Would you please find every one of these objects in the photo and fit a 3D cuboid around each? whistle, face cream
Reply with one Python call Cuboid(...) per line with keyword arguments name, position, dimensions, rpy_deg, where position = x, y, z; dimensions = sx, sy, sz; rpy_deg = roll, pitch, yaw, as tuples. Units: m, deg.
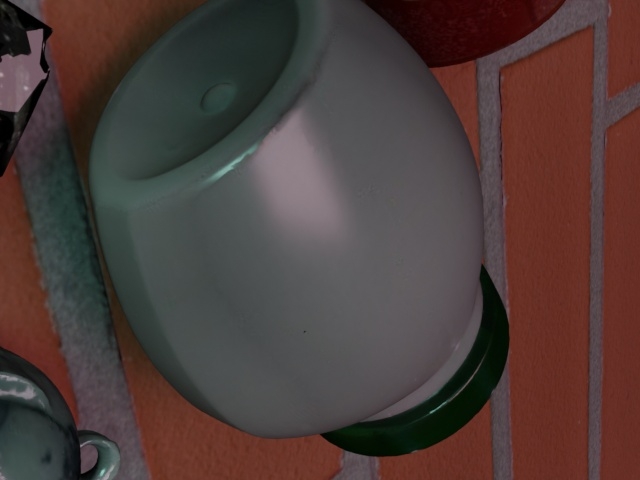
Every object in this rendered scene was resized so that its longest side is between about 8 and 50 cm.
Cuboid(name="whistle", position=(-0.245, 0.127, 0.517), dimensions=(0.289, 0.163, 0.164), rpy_deg=(10, 93, -39))
Cuboid(name="face cream", position=(0.000, 0.000, 0.705), dimensions=(0.313, 0.219, 0.357), rpy_deg=(-58, 138, -21))

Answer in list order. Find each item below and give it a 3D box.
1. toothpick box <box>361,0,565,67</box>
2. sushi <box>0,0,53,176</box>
Cuboid(name="toothpick box", position=(0.063, -0.322, 0.696), dimensions=(0.204, 0.204, 0.333), rpy_deg=(-55, 136, -23))
Cuboid(name="sushi", position=(-0.257, -0.067, 0.435), dimensions=(0.172, 0.153, 0.150), rpy_deg=(-61, 163, 12))
